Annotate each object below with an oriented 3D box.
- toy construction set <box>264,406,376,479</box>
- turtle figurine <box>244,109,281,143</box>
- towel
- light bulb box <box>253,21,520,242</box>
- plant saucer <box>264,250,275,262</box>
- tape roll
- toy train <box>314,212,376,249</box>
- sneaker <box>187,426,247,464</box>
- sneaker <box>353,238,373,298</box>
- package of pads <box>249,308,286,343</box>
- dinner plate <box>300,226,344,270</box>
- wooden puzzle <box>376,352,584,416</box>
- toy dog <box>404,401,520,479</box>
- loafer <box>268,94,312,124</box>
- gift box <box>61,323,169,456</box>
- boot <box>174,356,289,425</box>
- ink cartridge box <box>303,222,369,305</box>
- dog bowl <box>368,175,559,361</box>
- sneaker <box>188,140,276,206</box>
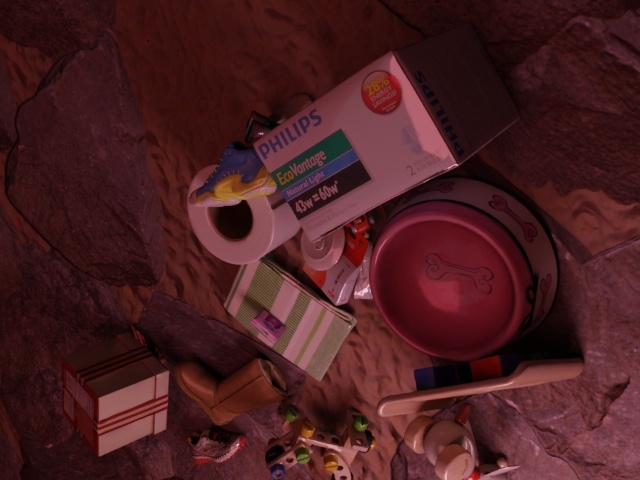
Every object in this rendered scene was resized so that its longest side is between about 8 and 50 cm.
[{"bbox_3d":[-0.001,0.533,2.004,0.257,0.309,0.237,35,120,4],"label":"toy construction set"},{"bbox_3d":[-0.051,-0.215,1.797,0.234,0.175,0.118,20,94,-14],"label":"turtle figurine"},{"bbox_3d":[-0.086,0.187,2.038,0.325,0.038,0.248,34,129,9],"label":"towel"},{"bbox_3d":[0.134,-0.210,1.536,0.358,0.361,0.225,-28,95,37],"label":"light bulb box"},{"bbox_3d":[-0.170,0.040,2.045,0.119,0.021,0.119,13,116,27],"label":"plant saucer"},{"bbox_3d":[-0.168,-0.085,1.896,0.246,0.169,0.246,12,116,26],"label":"tape roll"},{"bbox_3d":[0.039,-0.048,1.822,0.166,0.046,0.125,-22,68,25],"label":"toy train"},{"bbox_3d":[-0.306,0.588,2.332,0.225,0.088,0.093,-20,99,36],"label":"sneaker"},{"bbox_3d":[0.113,0.067,1.873,0.061,0.054,0.152,7,112,3],"label":"sneaker"},{"bbox_3d":[-0.131,0.215,2.024,0.083,0.050,0.032,41,137,3],"label":"package of pads"},{"bbox_3d":[0.000,0.000,1.885,0.141,0.017,0.141,-8,78,41],"label":"dinner plate"},{"bbox_3d":[0.333,0.287,1.688,0.347,0.322,0.081,-23,71,35],"label":"wooden puzzle"},{"bbox_3d":[0.334,0.459,1.805,0.220,0.333,0.161,37,91,28],"label":"toy dog"},{"bbox_3d":[-0.063,-0.292,1.829,0.125,0.039,0.045,-24,64,34],"label":"loafer"},{"bbox_3d":[-0.589,0.416,2.332,0.276,0.258,0.255,39,130,35],"label":"gift box"},{"bbox_3d":[-0.244,0.376,2.207,0.269,0.089,0.236,-34,101,37],"label":"boot"},{"bbox_3d":[0.034,0.039,1.874,0.145,0.045,0.179,46,134,37],"label":"ink cartridge box"},{"bbox_3d":[0.283,0.077,1.705,0.408,0.150,0.408,12,116,27],"label":"dog bowl"},{"bbox_3d":[-0.194,-0.144,1.743,0.240,0.091,0.126,-9,87,34],"label":"sneaker"}]
